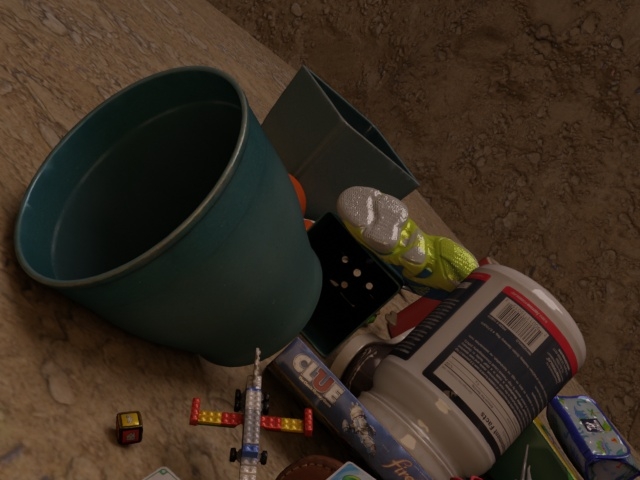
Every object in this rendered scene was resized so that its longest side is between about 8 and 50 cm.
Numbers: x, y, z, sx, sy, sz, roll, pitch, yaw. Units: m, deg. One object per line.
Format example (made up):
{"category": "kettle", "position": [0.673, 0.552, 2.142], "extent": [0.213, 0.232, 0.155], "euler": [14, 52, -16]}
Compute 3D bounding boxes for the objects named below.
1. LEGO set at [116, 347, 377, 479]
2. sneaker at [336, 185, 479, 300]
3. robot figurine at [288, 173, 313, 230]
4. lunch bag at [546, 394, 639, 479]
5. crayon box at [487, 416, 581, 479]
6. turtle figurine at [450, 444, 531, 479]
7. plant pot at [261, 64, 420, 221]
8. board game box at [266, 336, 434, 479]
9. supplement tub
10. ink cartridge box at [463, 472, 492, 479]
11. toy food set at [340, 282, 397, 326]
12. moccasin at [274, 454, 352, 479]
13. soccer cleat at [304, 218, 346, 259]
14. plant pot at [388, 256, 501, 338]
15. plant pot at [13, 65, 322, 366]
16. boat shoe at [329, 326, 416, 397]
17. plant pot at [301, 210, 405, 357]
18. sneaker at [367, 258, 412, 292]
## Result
{"category": "LEGO set", "position": [-0.060, 0.192, 0.660], "extent": [0.244, 0.060, 0.182], "euler": [30, 35, 30]}
{"category": "sneaker", "position": [0.119, 0.020, 1.174], "extent": [0.240, 0.091, 0.126], "euler": [36, -26, 13]}
{"category": "robot figurine", "position": [-0.095, -0.053, 1.315], "extent": [0.219, 0.128, 0.158], "euler": [-65, 131, -76]}
{"category": "lunch bag", "position": [0.432, 0.325, 1.256], "extent": [0.151, 0.096, 0.129], "euler": [36, 18, -40]}
{"category": "crayon box", "position": [0.363, 0.407, 1.193], "extent": [0.313, 0.106, 0.363], "euler": [58, 7, 22]}
{"category": "turtle figurine", "position": [0.194, 0.350, 0.837], "extent": [0.175, 0.118, 0.234], "euler": [49, 50, -30]}
{"category": "plant pot", "position": [-0.004, -0.146, 1.565], "extent": [0.247, 0.252, 0.248], "euler": [34, 18, -39]}
{"category": "board game box", "position": [0.035, 0.224, 0.939], "extent": [0.243, 0.042, 0.165], "euler": [46, -13, 4]}
{"category": "supplement tub", "position": [0.192, 0.181, 1.015], "extent": [0.191, 0.272, 0.191], "euler": [44, -14, 14]}
{"category": "ink cartridge box", "position": [0.227, 0.372, 1.183], "extent": [0.122, 0.052, 0.088], "euler": [36, 17, -35]}
{"category": "toy food set", "position": [0.058, 0.111, 1.483], "extent": [0.192, 0.038, 0.132], "euler": [35, 8, 4]}
{"category": "moccasin", "position": [0.054, 0.349, 0.631], "extent": [0.147, 0.139, 0.380], "euler": [40, 22, -56]}
{"category": "soccer cleat", "position": [0.000, 0.000, 1.488], "extent": [0.196, 0.068, 0.076], "euler": [19, -12, -40]}
{"category": "plant pot", "position": [0.317, 0.182, 1.579], "extent": [0.275, 0.243, 0.275], "euler": [42, 14, -13]}
{"category": "plant pot", "position": [-0.133, -0.001, 0.838], "extent": [0.255, 0.272, 0.271], "euler": [52, 6, -44]}
{"category": "boat shoe", "position": [0.135, 0.206, 1.231], "extent": [0.097, 0.116, 0.324], "euler": [36, 13, 29]}
{"category": "plant pot", "position": [0.038, 0.064, 1.300], "extent": [0.165, 0.166, 0.234], "euler": [48, 11, 8]}
{"category": "sneaker", "position": [0.142, 0.031, 1.773], "extent": [0.319, 0.112, 0.131], "euler": [26, 21, -49]}
